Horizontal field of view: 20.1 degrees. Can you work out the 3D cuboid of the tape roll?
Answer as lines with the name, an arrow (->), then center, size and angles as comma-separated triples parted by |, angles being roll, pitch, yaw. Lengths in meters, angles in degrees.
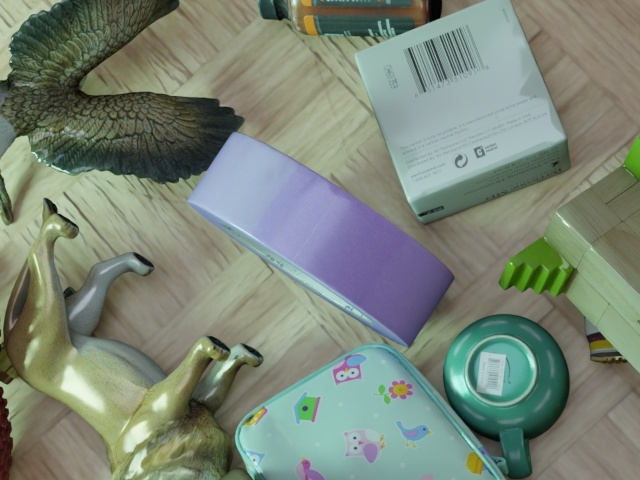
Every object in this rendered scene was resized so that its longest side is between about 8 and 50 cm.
tape roll -> 0.000, 0.000, 1.857 | 0.275, 0.275, 0.090 | 33, 86, 16

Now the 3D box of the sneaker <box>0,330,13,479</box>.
sneaker -> -0.399, 0.180, 1.951 | 0.112, 0.121, 0.299 | -3, 98, 4

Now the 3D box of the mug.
mug -> 0.200, 0.152, 1.876 | 0.129, 0.097, 0.158 | -40, 73, 1

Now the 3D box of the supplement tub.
supplement tub -> 0.032, -0.278, 2.000 | 0.198, 0.106, 0.106 | 3, 78, 11

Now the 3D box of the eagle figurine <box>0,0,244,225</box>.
eagle figurine -> -0.264, -0.169, 1.997 | 0.298, 0.226, 0.225 | -15, 55, 13

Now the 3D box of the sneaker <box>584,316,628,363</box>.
sneaker -> 0.367, 0.078, 1.874 | 0.185, 0.069, 0.084 | -7, 82, 9

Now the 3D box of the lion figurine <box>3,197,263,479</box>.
lion figurine -> -0.225, 0.154, 1.941 | 0.392, 0.142, 0.240 | 40, 100, 21

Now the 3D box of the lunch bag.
lunch bag -> 0.065, 0.251, 1.839 | 0.224, 0.108, 0.279 | -31, 56, -12

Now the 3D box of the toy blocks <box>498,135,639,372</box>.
toy blocks -> 0.409, 0.016, 1.799 | 0.381, 0.191, 0.261 | -34, 70, -26

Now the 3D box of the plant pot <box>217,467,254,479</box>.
plant pot -> -0.104, 0.389, 1.756 | 0.229, 0.263, 0.263 | -32, 73, -10

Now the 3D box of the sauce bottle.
sauce bottle -> -0.317, 0.105, 2.021 | 0.128, 0.042, 0.042 | -42, 73, -2

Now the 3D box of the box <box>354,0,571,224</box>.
box -> 0.154, -0.139, 1.937 | 0.181, 0.119, 0.182 | -22, 75, 6
